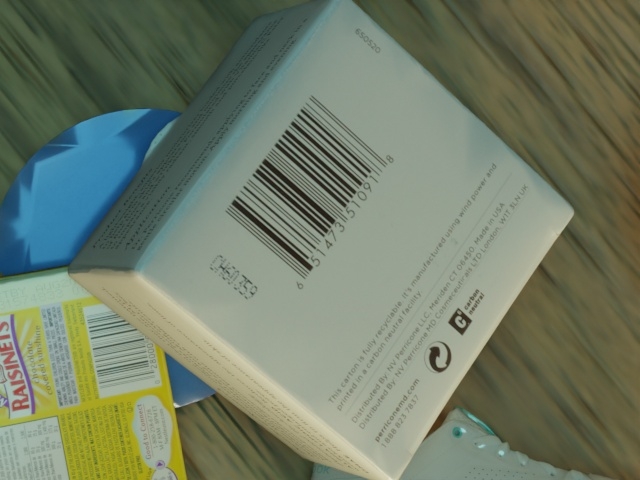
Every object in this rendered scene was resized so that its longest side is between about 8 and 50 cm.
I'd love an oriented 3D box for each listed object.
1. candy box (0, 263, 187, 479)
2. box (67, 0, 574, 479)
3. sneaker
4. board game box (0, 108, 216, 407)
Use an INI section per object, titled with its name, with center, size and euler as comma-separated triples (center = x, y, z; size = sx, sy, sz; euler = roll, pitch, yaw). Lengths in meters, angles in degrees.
[candy box]
center = -0.128, 0.115, 0.898
size = 0.105, 0.027, 0.205
euler = -10, 95, -8
[box]
center = 0.000, 0.000, 0.864
size = 0.182, 0.119, 0.181
euler = 41, 75, -20
[sneaker]
center = 0.098, 0.138, 0.918
size = 0.212, 0.080, 0.094
euler = -4, 73, -5
[board game box]
center = -0.098, 0.009, 0.928
size = 0.133, 0.033, 0.168
euler = -41, 100, -5
